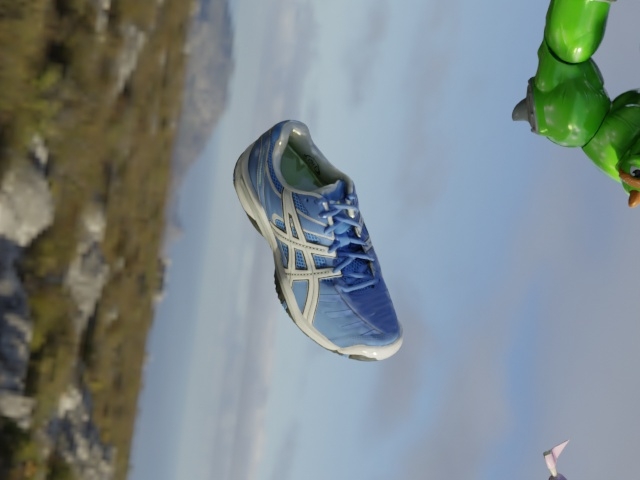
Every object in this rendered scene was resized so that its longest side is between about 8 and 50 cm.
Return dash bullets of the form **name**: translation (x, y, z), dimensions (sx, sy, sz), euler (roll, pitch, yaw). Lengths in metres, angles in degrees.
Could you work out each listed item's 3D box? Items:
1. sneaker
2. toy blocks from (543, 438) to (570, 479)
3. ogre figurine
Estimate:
- **sneaker**: translation (0.000, 0.000, 1.196), dimensions (0.211, 0.080, 0.081), euler (58, -32, 14)
- **toy blocks**: translation (0.193, 0.391, 1.652), dimensions (0.309, 0.289, 0.260), euler (19, -43, 60)
- **ogre figurine**: translation (0.189, -0.072, 0.774), dimensions (0.118, 0.197, 0.097), euler (-57, -157, 19)
